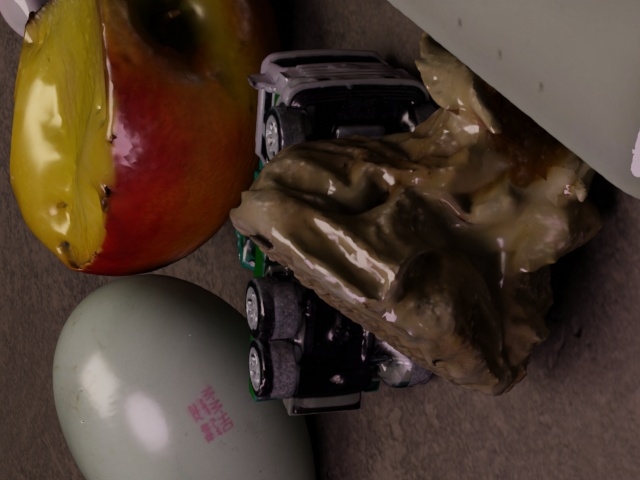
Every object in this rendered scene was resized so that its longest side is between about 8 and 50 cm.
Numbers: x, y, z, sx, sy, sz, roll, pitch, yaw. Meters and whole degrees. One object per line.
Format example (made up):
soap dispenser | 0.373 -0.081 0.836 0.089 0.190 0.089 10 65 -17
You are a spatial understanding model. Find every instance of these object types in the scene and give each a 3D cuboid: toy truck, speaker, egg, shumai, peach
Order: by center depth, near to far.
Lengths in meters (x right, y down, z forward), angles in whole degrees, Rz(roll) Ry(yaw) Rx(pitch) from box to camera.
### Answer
speaker | 0.164 -0.216 1.286 0.406 0.183 0.184 44 140 30
shumai | 0.105 -0.036 1.510 0.267 0.314 0.262 33 85 32
toy truck | 0.002 0.001 1.713 0.178 0.176 0.363 -122 33 -57
peach | -0.172 -0.124 1.902 0.380 0.242 0.306 -25 74 60
egg | -0.130 0.197 1.909 0.230 0.230 0.371 21 147 58

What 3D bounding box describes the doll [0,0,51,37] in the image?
doll | -0.284 -0.397 2.051 0.284 0.240 0.310 -30 83 18
